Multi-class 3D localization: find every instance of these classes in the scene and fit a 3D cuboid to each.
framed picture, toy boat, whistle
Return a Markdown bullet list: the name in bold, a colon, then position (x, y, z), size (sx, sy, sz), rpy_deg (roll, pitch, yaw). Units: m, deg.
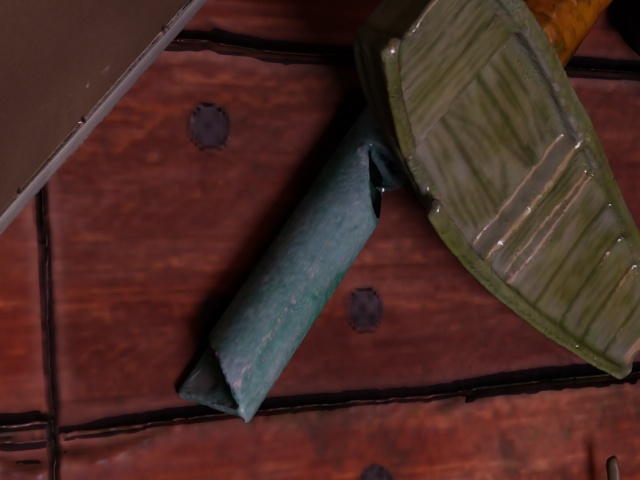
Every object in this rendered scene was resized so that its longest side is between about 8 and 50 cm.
- **framed picture**: position (-0.093, -0.090, 0.636), size (0.183, 0.011, 0.142), rpy_deg (-53, 162, -28)
- **toy boat**: position (0.087, -0.028, 0.761), size (0.093, 0.055, 0.293), rpy_deg (-51, 139, -9)
- **whistle**: position (0.000, 0.000, 0.741), size (0.039, 0.039, 0.186), rpy_deg (48, 60, -25)

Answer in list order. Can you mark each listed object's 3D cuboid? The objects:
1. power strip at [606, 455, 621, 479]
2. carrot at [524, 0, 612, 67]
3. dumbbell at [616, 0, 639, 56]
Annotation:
- **power strip**: position (0.162, 0.243, 0.854), size (0.092, 0.034, 0.268), rpy_deg (-7, 91, -38)
- **carrot**: position (0.149, -0.163, 0.856), size (0.066, 0.066, 0.314), rpy_deg (48, 61, -26)
- **dumbbell**: position (0.255, -0.093, 0.913), size (0.191, 0.100, 0.100), rpy_deg (36, 66, -32)
